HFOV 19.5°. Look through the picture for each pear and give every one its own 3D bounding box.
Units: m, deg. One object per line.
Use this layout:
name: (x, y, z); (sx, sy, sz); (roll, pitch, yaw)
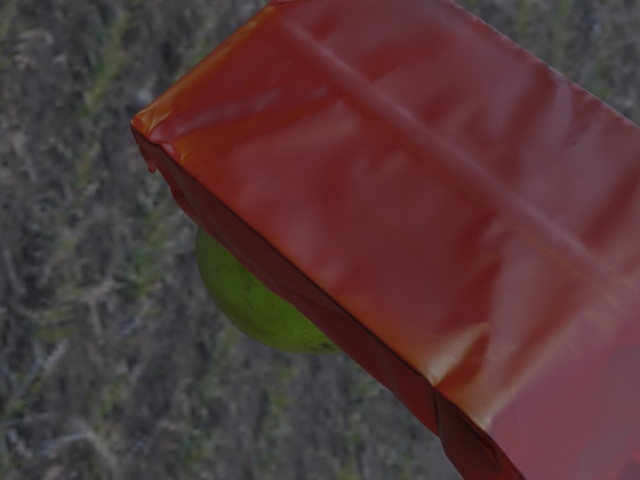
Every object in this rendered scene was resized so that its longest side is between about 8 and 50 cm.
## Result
pear: (0.000, 0.000, 1.678); (0.212, 0.269, 0.212); (1, 87, -22)

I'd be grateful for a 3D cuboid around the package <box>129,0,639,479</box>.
package: (0.076, -0.007, 1.020); (0.423, 0.196, 0.123); (42, -12, 35)
